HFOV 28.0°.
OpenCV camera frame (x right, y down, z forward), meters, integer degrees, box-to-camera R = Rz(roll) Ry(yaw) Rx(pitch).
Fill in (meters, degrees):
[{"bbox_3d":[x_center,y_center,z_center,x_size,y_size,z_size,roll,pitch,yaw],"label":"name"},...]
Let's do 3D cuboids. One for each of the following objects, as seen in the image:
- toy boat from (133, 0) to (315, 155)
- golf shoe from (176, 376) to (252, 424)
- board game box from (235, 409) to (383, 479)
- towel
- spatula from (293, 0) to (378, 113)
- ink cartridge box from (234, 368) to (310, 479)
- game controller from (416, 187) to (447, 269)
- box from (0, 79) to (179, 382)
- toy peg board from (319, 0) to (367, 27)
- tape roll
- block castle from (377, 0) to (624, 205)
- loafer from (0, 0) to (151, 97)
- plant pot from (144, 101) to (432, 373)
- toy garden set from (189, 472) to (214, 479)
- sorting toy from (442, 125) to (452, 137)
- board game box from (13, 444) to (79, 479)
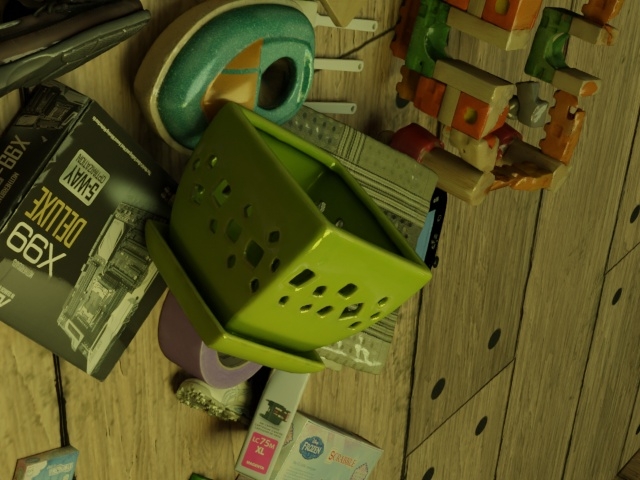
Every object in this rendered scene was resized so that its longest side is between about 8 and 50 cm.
[{"bbox_3d":[-0.087,-0.239,1.455,0.267,0.148,0.318,-29,136,-44],"label":"toy boat"},{"bbox_3d":[-0.147,0.204,1.823,0.176,0.069,0.086,42,60,-65],"label":"golf shoe"},{"bbox_3d":[-0.053,0.448,2.143,0.318,0.066,0.318,-60,150,-4],"label":"board game box"},{"bbox_3d":[0.000,0.000,1.706,0.324,0.056,0.312,23,79,-37],"label":"towel"},{"bbox_3d":[-0.007,-0.234,1.719,0.242,0.019,0.168,-7,114,-56],"label":"spatula"},{"bbox_3d":[-0.037,0.181,1.886,0.186,0.065,0.311,-62,176,-79],"label":"ink cartridge box"},{"bbox_3d":[0.133,0.005,2.022,0.319,0.067,0.167,-21,134,-67],"label":"game controller"},{"bbox_3d":[-0.272,-0.002,1.431,0.242,0.076,0.307,-57,150,-10],"label":"box"},{"bbox_3d":[0.013,-0.379,1.590,0.161,0.079,0.161,-54,134,-18],"label":"toy peg board"},{"bbox_3d":[-0.125,0.100,1.738,0.189,0.080,0.189,-36,141,-37],"label":"tape roll"},{"bbox_3d":[0.264,-0.290,1.870,0.303,0.212,0.453,-11,124,-47],"label":"block castle"},{"bbox_3d":[-0.290,-0.195,1.230,0.302,0.109,0.095,-35,97,-41],"label":"loafer"},{"bbox_3d":[-0.052,0.013,1.451,0.207,0.228,0.227,-47,144,15],"label":"plant pot"},{"bbox_3d":[-0.133,0.488,1.960,0.244,0.049,0.204,27,89,-33],"label":"toy garden set"},{"bbox_3d":[0.254,-0.179,2.104,0.083,0.075,0.045,-3,116,-57],"label":"sorting toy"},{"bbox_3d":[-0.350,0.309,1.616,0.090,0.020,0.090,-9,120,-54],"label":"board game box"}]
